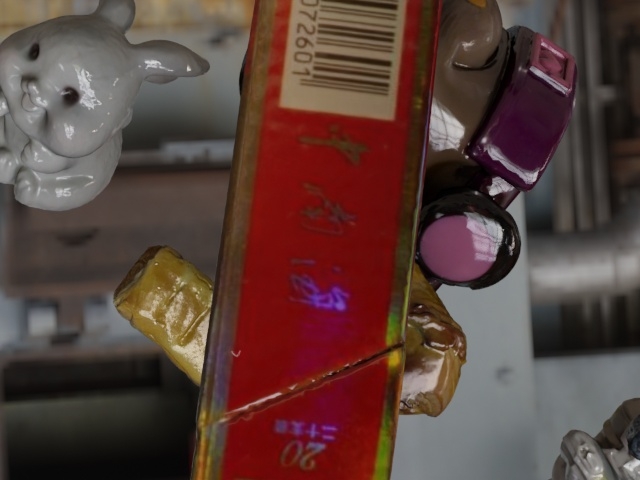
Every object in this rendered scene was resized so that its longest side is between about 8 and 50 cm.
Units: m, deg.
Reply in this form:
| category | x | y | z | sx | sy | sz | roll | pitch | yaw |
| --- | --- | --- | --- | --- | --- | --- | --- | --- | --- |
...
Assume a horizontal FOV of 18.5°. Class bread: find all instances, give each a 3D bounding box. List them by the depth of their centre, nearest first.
| category | x | y | z | sx | sy | sz | roll | pitch | yaw |
| --- | --- | --- | --- | --- | --- | --- | --- | --- | --- |
| bread | -0.109 | 0.064 | 1.613 | 0.132 | 0.074 | 0.053 | 48 | 165 | -27 |

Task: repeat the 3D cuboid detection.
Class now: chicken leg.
| category | x | y | z | sx | sy | sz | roll | pitch | yaw |
| --- | --- | --- | --- | --- | --- | --- | --- | --- | --- |
| chicken leg | 0.018 | 0.012 | 1.354 | 0.107 | 0.251 | 0.087 | -24 | -177 | 6 |

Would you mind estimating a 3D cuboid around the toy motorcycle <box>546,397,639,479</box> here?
| category | x | y | z | sx | sy | sz | roll | pitch | yaw |
| --- | --- | --- | --- | --- | --- | --- | --- | --- | --- |
| toy motorcycle | 0.261 | 0.216 | 1.705 | 0.223 | 0.108 | 0.340 | -26 | 155 | -4 |

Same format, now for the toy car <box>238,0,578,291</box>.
| category | x | y | z | sx | sy | sz | roll | pitch | yaw |
| --- | --- | --- | --- | --- | --- | --- | --- | --- | --- |
| toy car | 0.029 | -0.062 | 1.524 | 0.240 | 0.340 | 0.271 | 32 | -151 | -8 |

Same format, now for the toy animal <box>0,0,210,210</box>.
| category | x | y | z | sx | sy | sz | roll | pitch | yaw |
| --- | --- | --- | --- | --- | --- | --- | --- | --- | --- |
| toy animal | -0.212 | -0.125 | 1.754 | 0.178 | 0.127 | 0.193 | -27 | 158 | -44 |

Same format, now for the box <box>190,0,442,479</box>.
| category | x | y | z | sx | sy | sz | roll | pitch | yaw |
| --- | --- | --- | --- | --- | --- | --- | --- | --- | --- |
| box | 0.000 | 0.000 | 0.912 | 0.089 | 0.313 | 0.197 | 8 | 165 | -1 |
